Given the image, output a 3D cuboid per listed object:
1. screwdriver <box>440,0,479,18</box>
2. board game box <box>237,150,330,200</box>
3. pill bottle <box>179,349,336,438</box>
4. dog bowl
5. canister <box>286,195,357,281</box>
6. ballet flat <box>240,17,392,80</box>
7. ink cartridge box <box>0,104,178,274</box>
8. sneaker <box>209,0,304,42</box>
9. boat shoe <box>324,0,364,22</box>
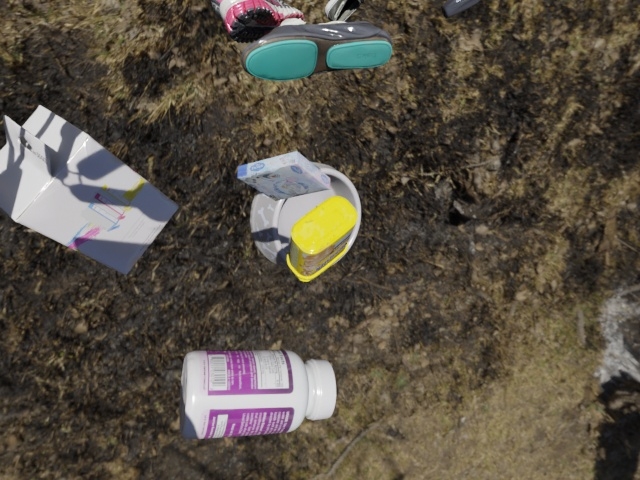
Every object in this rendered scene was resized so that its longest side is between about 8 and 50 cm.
[{"bbox_3d":[0.231,-0.329,0.564,0.170,0.025,0.024,-25,148,11],"label":"screwdriver"},{"bbox_3d":[-0.046,-0.083,0.599,0.090,0.019,0.090,-8,161,27],"label":"board game box"},{"bbox_3d":[-0.129,0.312,0.935,0.302,0.169,0.169,5,118,-20],"label":"pill bottle"},{"bbox_3d":[-0.028,-0.066,1.330,0.349,0.102,0.348,-11,110,-33],"label":"dog bowl"},{"bbox_3d":[0.000,0.000,0.814,0.126,0.073,0.170,-38,168,-16],"label":"canister"},{"bbox_3d":[-0.007,-0.251,0.582,0.204,0.074,0.074,-12,123,-16],"label":"ballet flat"},{"bbox_3d":[-0.227,-0.047,0.420,0.089,0.092,0.143,-56,150,-10],"label":"ink cartridge box"},{"bbox_3d":[-0.130,-0.499,0.979,0.121,0.299,0.112,-37,91,22],"label":"sneaker"},{"bbox_3d":[0.110,-0.733,1.338,0.219,0.070,0.078,-43,149,23],"label":"boat shoe"}]
